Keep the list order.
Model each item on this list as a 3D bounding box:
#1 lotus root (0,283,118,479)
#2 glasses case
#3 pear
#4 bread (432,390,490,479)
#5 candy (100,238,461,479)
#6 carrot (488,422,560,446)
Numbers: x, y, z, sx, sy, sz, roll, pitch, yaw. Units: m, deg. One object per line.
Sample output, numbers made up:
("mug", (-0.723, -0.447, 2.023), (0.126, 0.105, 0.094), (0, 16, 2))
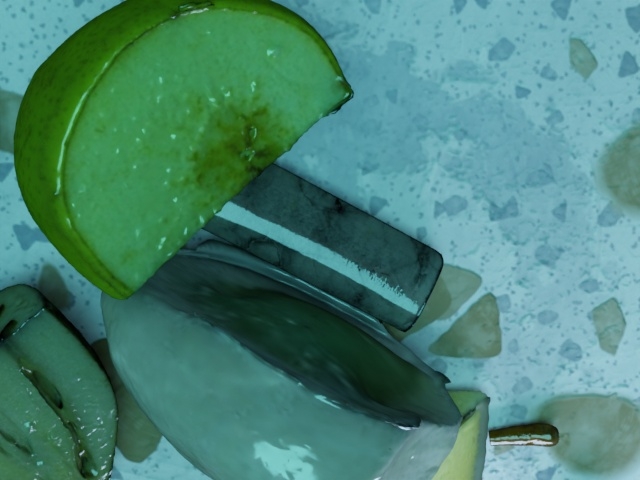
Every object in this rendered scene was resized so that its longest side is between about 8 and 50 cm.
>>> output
("lotus root", (-0.376, 0.217, 1.185), (0.267, 0.149, 0.260), (-41, 127, -7))
("glasses case", (0.000, 0.000, 1.181), (0.299, 0.060, 0.114), (27, 81, -7))
("pear", (-0.190, -0.141, 1.029), (0.342, 0.318, 0.238), (-43, 118, -13))
("bread", (0.070, 0.429, 1.163), (0.242, 0.405, 0.345), (5, 116, 8))
("candy", (-0.058, 0.153, 1.071), (0.427, 0.386, 0.186), (34, 107, 10))
("carrot", (0.272, 0.261, 1.272), (0.093, 0.032, 0.032), (-4, 104, 5))
